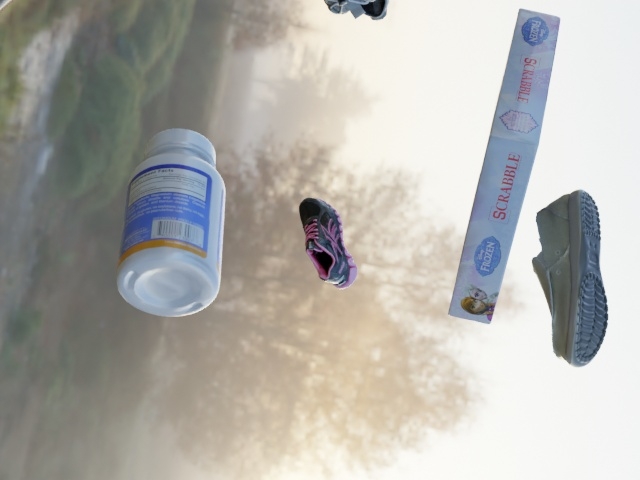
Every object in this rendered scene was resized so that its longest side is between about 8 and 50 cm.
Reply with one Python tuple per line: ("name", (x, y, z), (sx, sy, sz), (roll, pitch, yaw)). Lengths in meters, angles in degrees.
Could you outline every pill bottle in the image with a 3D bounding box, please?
("pill bottle", (-0.221, -0.034, 1.867), (0.152, 0.152, 0.272), (107, -13, -48))

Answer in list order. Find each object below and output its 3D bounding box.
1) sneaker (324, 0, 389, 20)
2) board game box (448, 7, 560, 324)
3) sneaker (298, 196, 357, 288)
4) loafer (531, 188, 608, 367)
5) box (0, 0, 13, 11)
("sneaker", (0.035, -0.353, 1.631), (0.281, 0.105, 0.115), (-11, 84, -63))
("board game box", (0.256, -0.104, 1.716), (0.318, 0.065, 0.319), (-70, 170, -47))
("sneaker", (0.000, 0.000, 1.440), (0.047, 0.057, 0.119), (-37, -114, 29))
("loafer", (0.365, 0.059, 1.831), (0.092, 0.102, 0.269), (-10, -114, 38))
("box", (-0.479, -0.471, 1.506), (0.318, 0.395, 0.097), (-49, 175, -18))
